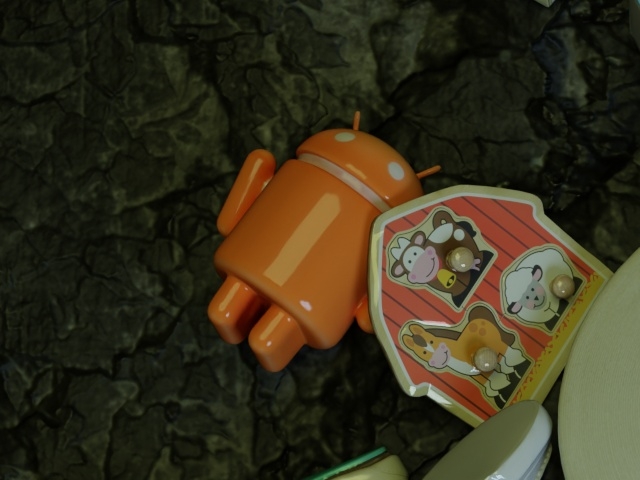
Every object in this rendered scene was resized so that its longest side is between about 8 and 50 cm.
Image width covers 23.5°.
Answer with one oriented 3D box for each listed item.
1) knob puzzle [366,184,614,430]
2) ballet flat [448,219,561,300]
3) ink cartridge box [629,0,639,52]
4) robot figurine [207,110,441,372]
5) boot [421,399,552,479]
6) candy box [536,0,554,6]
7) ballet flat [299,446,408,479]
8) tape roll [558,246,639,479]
[{"bbox_3d":[0.121,0.041,1.205,0.213,0.030,0.213,1,85,-16],"label":"knob puzzle"},{"bbox_3d":[0.129,0.044,1.248,0.168,0.057,0.052,-40,87,-5],"label":"ballet flat"},{"bbox_3d":[0.340,-0.185,1.281,0.143,0.090,0.092,-22,63,3],"label":"ink cartridge box"},{"bbox_3d":[-0.002,-0.001,1.255,0.219,0.128,0.158,-52,33,-12],"label":"robot figurine"},{"bbox_3d":[0.115,0.248,1.142,0.123,0.095,0.258,47,69,-14],"label":"boot"},{"bbox_3d":[0.223,-0.386,1.399,0.183,0.087,0.316,34,78,24],"label":"candy box"},{"bbox_3d":[-0.047,0.232,1.192,0.248,0.086,0.086,-18,64,3],"label":"ballet flat"},{"bbox_3d":[0.364,0.122,1.094,0.392,0.072,0.392,-15,52,20],"label":"tape roll"}]
